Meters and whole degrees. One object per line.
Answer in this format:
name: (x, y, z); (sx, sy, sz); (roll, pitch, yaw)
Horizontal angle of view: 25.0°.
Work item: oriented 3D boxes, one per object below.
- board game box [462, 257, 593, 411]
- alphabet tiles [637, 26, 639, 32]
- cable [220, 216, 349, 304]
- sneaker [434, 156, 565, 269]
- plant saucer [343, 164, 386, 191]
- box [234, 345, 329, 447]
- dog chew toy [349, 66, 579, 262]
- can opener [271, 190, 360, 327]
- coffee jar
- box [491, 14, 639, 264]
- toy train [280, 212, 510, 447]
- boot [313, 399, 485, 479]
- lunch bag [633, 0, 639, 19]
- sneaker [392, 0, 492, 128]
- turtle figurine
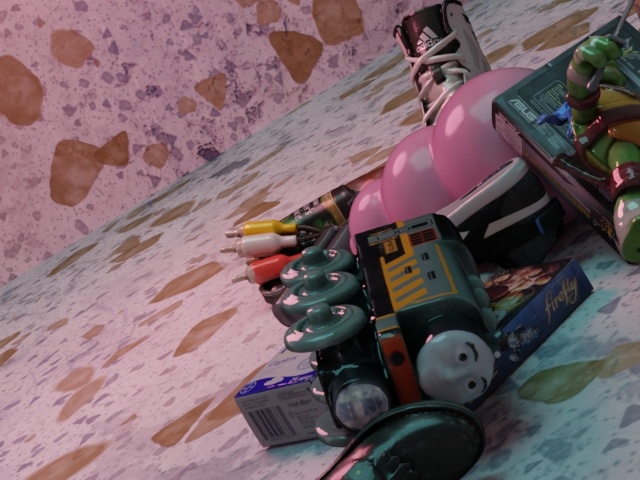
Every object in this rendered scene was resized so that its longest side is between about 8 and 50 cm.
board game box: (0.144, 0.108, 1.464); (0.243, 0.042, 0.165); (-40, 16, -34)
alphabet tiles: (0.421, -0.216, 1.976); (0.237, 0.009, 0.198); (-51, 15, -7)
cable: (0.000, 0.000, 2.081); (0.287, 0.072, 0.139); (-20, 49, 9)
sneaker: (0.177, 0.013, 1.602); (0.217, 0.121, 0.079); (-37, 6, 38)
plant saucer: (0.062, -0.070, 2.343); (0.168, 0.029, 0.168); (-29, 12, 7)
box: (-0.001, 0.150, 1.563); (0.126, 0.072, 0.137); (-18, 18, 43)
dog chew toy: (0.169, -0.063, 1.731); (0.332, 0.206, 0.206); (-32, 10, 30)
can opener: (0.044, 0.022, 1.978); (0.076, 0.095, 0.283); (-13, 35, 51)
coffee jar: (-0.015, -0.012, 2.183); (0.184, 0.079, 0.096); (-30, 8, 3)
box: (0.322, -0.111, 1.531); (0.183, 0.231, 0.056); (-34, -29, -13)
toy train: (0.068, 0.076, 1.368); (0.190, 0.142, 0.334); (-18, 17, 3)
boot: (0.030, 0.251, 1.131); (0.263, 0.091, 0.229); (-33, 18, 8)
lunch bag: (0.611, -0.405, 2.017); (0.305, 0.212, 0.256); (-36, 32, -12)
sneaker: (0.162, -0.188, 2.050); (0.169, 0.257, 0.447); (-26, 14, 20)
turtle figurine: (0.330, -0.117, 1.345); (0.275, 0.198, 0.266); (-26, 49, 19)
